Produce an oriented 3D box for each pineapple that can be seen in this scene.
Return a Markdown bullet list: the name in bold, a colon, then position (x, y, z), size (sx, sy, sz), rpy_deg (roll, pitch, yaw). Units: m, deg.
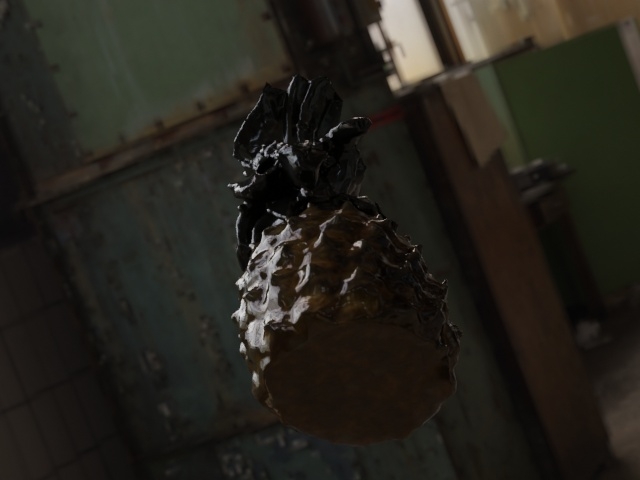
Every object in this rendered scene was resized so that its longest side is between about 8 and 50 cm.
- **pineapple**: position (0.000, 0.000, 0.724), size (0.111, 0.119, 0.237), rpy_deg (13, 34, -20)
